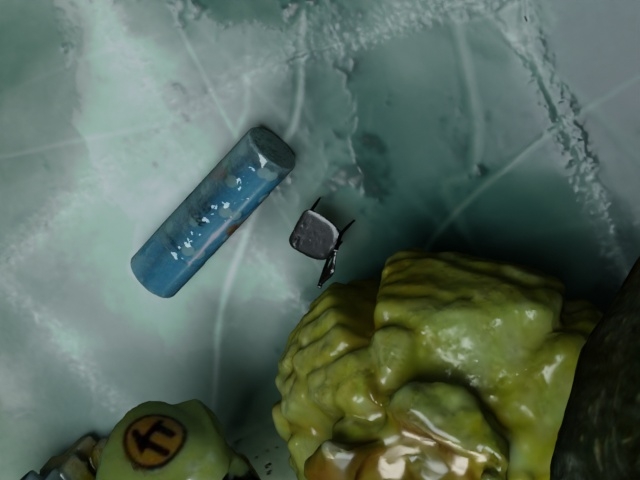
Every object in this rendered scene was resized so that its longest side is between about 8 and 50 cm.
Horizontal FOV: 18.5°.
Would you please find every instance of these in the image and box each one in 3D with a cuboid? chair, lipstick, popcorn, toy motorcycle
[{"bbox_3d":[-0.002,-0.001,1.515,0.042,0.086,0.037,26,114,-2],"label":"chair"},{"bbox_3d":[-0.086,-0.021,1.551,0.048,0.048,0.158,43,116,-4],"label":"lipstick"},{"bbox_3d":[0.095,0.123,1.461,0.270,0.258,0.224,-12,107,-25],"label":"popcorn"},{"bbox_3d":[-0.120,0.248,1.558,0.237,0.169,0.410,46,147,-9],"label":"toy motorcycle"}]

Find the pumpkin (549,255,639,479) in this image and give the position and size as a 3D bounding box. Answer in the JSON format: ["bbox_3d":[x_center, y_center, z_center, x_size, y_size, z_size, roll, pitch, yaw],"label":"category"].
[{"bbox_3d":[0.348,0.147,1.186,0.454,0.454,0.344,59,156,-12],"label":"pumpkin"}]
